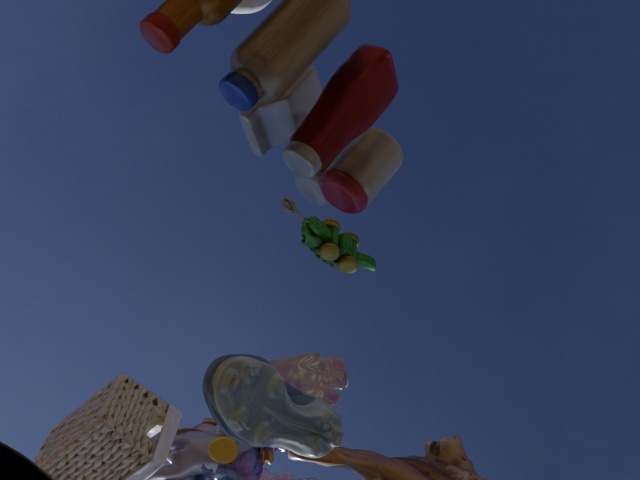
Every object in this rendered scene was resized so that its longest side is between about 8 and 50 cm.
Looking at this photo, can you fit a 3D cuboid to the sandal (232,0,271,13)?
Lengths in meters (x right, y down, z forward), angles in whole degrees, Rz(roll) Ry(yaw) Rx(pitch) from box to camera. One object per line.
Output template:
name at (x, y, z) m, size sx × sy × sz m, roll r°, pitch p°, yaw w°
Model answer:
sandal at (-0.164, -0.492, 1.593) m, size 0.169 × 0.102 × 0.416 m, roll 14°, pitch -140°, yaw -16°

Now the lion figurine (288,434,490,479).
lion figurine at (0.090, 0.315, 1.092) m, size 0.240 × 0.392 × 0.142 m, roll 14°, pitch -92°, yaw 12°

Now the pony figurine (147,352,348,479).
pony figurine at (-0.135, 0.336, 1.435) m, size 0.351 × 0.363 × 0.302 m, roll -2°, pitch -94°, yaw 16°

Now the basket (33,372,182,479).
basket at (-0.278, 0.264, 1.150) m, size 0.167 × 0.113 × 0.103 m, roll -38°, pitch -72°, yaw 22°

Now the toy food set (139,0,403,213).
toy food set at (-0.021, -0.082, 0.591) m, size 0.111 × 0.232 × 0.104 m, roll 23°, pitch -120°, yaw 30°

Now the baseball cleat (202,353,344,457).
baseball cleat at (-0.062, 0.148, 0.800) m, size 0.109 × 0.206 × 0.072 m, roll 13°, pitch -110°, yaw 36°

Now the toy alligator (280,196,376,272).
toy alligator at (0.000, 0.000, 1.251) m, size 0.051 × 0.190 × 0.056 m, roll -31°, pitch -141°, yaw 34°

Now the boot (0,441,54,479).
boot at (-0.362, 0.176, 0.774) m, size 0.115 × 0.305 × 0.112 m, roll -39°, pitch -156°, yaw 19°
